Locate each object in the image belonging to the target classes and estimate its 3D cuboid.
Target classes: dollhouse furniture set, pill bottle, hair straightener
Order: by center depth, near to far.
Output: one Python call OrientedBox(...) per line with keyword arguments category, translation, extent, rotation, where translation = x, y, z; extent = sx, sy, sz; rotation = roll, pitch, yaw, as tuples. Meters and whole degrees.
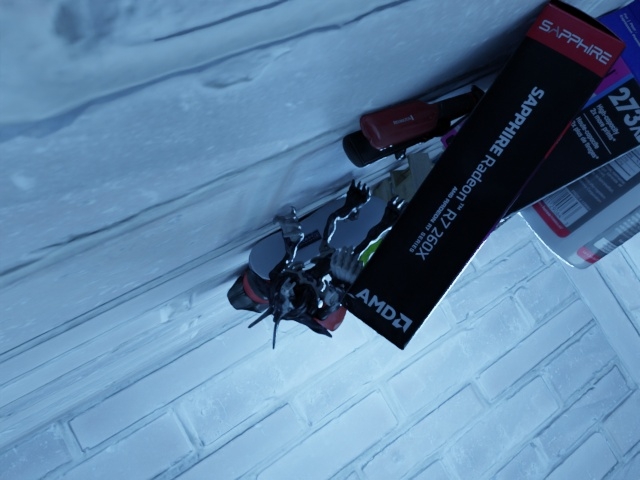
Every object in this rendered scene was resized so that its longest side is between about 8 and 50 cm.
OrientedBox(category="hair straightener", translation=(0.112, -0.136, 0.573), extent=(0.230, 0.047, 0.089), rotation=(-32, 176, -33))
OrientedBox(category="pill bottle", translation=(0.502, -0.112, 0.805), extent=(0.318, 0.176, 0.176), rotation=(-46, 167, 30))
OrientedBox(category="dollhouse furniture set", translation=(0.195, -0.066, 0.904), extent=(0.129, 0.129, 0.184), rotation=(-7, 167, -16))

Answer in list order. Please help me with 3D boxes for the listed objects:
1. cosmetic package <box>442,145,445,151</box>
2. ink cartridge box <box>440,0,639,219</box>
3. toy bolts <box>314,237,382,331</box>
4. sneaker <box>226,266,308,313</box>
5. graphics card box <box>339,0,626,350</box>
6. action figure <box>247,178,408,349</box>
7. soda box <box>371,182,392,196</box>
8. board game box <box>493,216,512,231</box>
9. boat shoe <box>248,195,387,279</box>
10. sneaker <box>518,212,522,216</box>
OrientedBox(category="cosmetic package", translation=(0.288, -0.182, 0.910), extent=(0.041, 0.060, 0.115), rotation=(-26, 174, -36))
OrientedBox(category="ink cartridge box", translation=(0.367, -0.183, 0.724), extent=(0.069, 0.176, 0.371), rotation=(-22, 170, -45))
OrientedBox(category="toy bolts", translation=(-0.016, 0.050, 1.016), extent=(0.218, 0.158, 0.229), rotation=(20, -97, 53))
OrientedBox(category="sneaker", translation=(-0.108, 0.096, 1.114), extent=(0.135, 0.098, 0.276), rotation=(-34, 171, 28))
OrientedBox(category="graphics card box", translation=(0.180, -0.059, 0.594), extent=(0.371, 0.094, 0.233), rotation=(-55, 169, 9))
OrientedBox(category="action figure", translation=(0.000, 0.022, 0.708), extent=(0.276, 0.164, 0.141), rotation=(-47, 155, -22))
OrientedBox(category="soda box", translation=(0.164, -0.093, 1.049), extent=(0.183, 0.058, 0.063), rotation=(-31, 174, -5))
OrientedBox(category="board game box", translation=(0.373, -0.121, 1.080), extent=(0.291, 0.141, 0.232), rotation=(-46, 174, 29))
OrientedBox(category="boat shoe", translation=(0.000, 0.000, 0.871), extent=(0.267, 0.096, 0.088), rotation=(-28, 178, -13))
OrientedBox(category="sneaker", translation=(0.621, -0.178, 1.637), extent=(0.158, 0.182, 0.410), rotation=(-29, -163, 21))
